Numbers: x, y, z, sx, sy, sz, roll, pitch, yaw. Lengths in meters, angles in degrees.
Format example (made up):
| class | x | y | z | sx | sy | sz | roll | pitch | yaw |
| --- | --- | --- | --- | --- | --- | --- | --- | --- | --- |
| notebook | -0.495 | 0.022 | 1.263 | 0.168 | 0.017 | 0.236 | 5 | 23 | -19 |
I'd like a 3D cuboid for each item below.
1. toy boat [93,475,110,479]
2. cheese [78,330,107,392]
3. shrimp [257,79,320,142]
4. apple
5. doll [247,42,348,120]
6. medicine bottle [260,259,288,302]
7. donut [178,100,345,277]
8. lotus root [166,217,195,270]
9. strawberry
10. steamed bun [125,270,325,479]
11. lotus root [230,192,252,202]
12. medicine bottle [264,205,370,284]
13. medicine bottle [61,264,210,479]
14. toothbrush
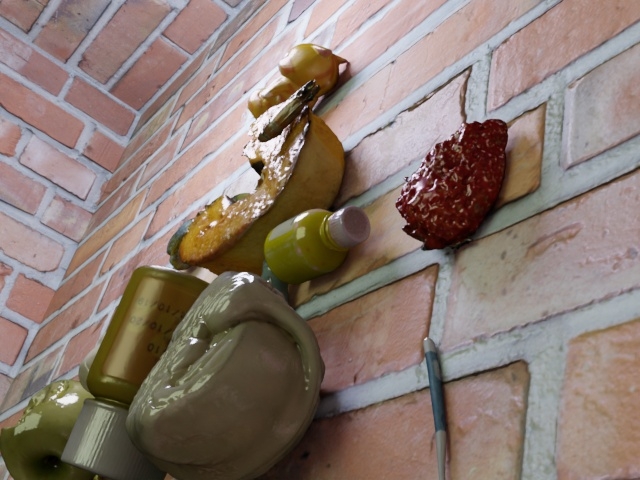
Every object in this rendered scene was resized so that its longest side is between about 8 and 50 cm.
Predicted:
| class | x | y | z | sx | sy | sz | roll | pitch | yaw |
| --- | --- | --- | --- | --- | --- | --- | --- | --- | --- |
| toy boat | -0.435 | 0.480 | 1.709 | 0.229 | 0.089 | 0.088 | -47 | 4 | 40 |
| cheese | -0.350 | 0.325 | 1.688 | 0.248 | 0.251 | 0.173 | 18 | 58 | 29 |
| shrimp | -0.066 | -0.267 | 1.638 | 0.180 | 0.041 | 0.099 | -41 | 13 | 26 |
| apple | -0.618 | 0.466 | 1.887 | 0.279 | 0.279 | 0.279 | -43 | 28 | 29 |
| doll | -0.067 | -0.379 | 1.983 | 0.269 | 0.162 | 0.167 | -57 | -7 | 14 |
| medicine bottle | -0.109 | 0.129 | 1.520 | 0.090 | 0.090 | 0.216 | -23 | 40 | 51 |
| donut | -0.106 | -0.089 | 1.705 | 0.435 | 0.163 | 0.378 | -58 | 25 | -7 |
| lotus root | -0.345 | -0.001 | 2.130 | 0.192 | 0.088 | 0.113 | -46 | 43 | 22 |
| strawberry | 0.206 | -0.095 | 1.192 | 0.228 | 0.098 | 0.174 | -54 | 25 | 9 |
| steamed bun | -0.131 | 0.231 | 1.240 | 0.342 | 0.255 | 0.368 | -56 | 8 | -11 |
| lotus root | -0.220 | -0.049 | 1.969 | 0.183 | 0.078 | 0.203 | -55 | 26 | 6 |
| medicine bottle | 0.000 | 0.000 | 1.437 | 0.212 | 0.122 | 0.121 | -25 | 40 | 49 |
| medicine bottle | -0.318 | 0.258 | 1.476 | 0.224 | 0.224 | 0.384 | -16 | 49 | 56 |
| toothbrush | 0.153 | 0.227 | 0.999 | 0.025 | 0.019 | 0.275 | -36 | 31 | 28 |
